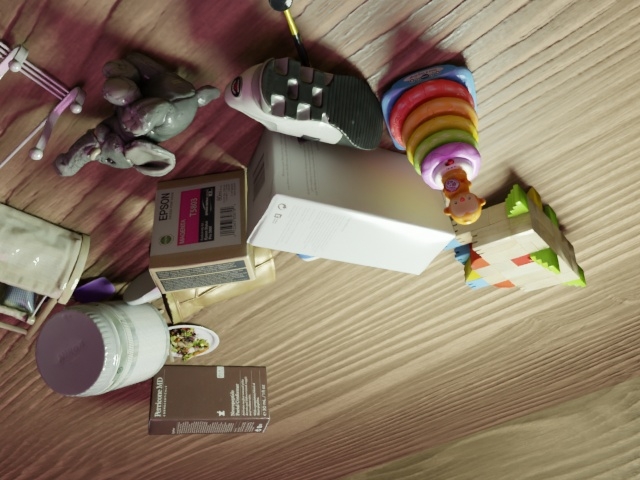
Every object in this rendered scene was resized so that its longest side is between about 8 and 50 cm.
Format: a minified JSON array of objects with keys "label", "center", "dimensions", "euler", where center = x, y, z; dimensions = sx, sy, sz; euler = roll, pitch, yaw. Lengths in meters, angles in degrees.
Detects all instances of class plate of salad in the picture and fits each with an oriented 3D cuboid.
[{"label":"plate of salad","center":[-0.406,0.313,1.684],"dimensions":[0.199,0.048,0.200],"euler":[-4,143,-3]}]

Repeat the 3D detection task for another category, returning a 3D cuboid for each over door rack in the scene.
[{"label":"over door rack","center":[-0.590,-0.211,0.927],"dimensions":[0.324,0.108,0.239],"euler":[-27,137,24]}]

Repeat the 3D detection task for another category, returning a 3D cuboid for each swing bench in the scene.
[{"label":"swing bench","center":[-0.686,0.062,1.216],"dimensions":[0.253,0.165,0.254],"euler":[27,130,-36]}]

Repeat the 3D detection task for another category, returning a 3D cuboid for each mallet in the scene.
[{"label":"mallet","center":[-0.045,-0.351,0.908],"dimensions":[0.039,0.062,0.190],"euler":[-13,157,9]}]

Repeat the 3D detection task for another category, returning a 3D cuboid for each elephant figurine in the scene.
[{"label":"elephant figurine","center":[-0.325,-0.190,0.973],"dimensions":[0.186,0.169,0.239],"euler":[33,132,-6]}]

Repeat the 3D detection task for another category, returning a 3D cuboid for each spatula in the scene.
[{"label":"spatula","center":[-0.679,0.150,1.439],"dimensions":[0.296,0.030,0.084],"euler":[-11,145,3]}]

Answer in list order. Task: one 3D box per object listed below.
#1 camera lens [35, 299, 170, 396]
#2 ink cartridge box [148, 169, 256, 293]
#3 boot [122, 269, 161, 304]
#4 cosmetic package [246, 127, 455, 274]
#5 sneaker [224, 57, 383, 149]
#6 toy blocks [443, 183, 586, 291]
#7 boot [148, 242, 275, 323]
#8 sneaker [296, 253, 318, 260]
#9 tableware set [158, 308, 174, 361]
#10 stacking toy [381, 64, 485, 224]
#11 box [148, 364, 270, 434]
[{"label":"camera lens","center":[-0.527,0.261,1.392],"dimensions":[0.219,0.220,0.274],"euler":[-19,172,15]},{"label":"ink cartridge box","center":[-0.234,-0.023,1.128],"dimensions":[0.193,0.235,0.088],"euler":[-8,142,-1]},{"label":"boot","center":[-0.359,0.119,1.399],"dimensions":[0.258,0.095,0.123],"euler":[-24,133,19]},{"label":"cosmetic package","center":[0.056,-0.081,1.124],"dimensions":[0.384,0.217,0.156],"euler":[14,137,-22]},{"label":"sneaker","center":[-0.022,-0.239,0.997],"dimensions":[0.146,0.123,0.330],"euler":[5,176,45]},{"label":"toy blocks","center":[0.456,0.033,1.397],"dimensions":[0.260,0.191,0.381],"euler":[-22,141,36]},{"label":"boot","center":[-0.243,0.053,1.290],"dimensions":[0.269,0.089,0.236],"euler":[-24,137,-23]},{"label":"sneaker","center":[0.000,0.001,1.342],"dimensions":[0.152,0.058,0.084],"euler":[-18,150,23]},{"label":"tableware set","center":[-0.484,0.266,1.602],"dimensions":[0.128,0.039,0.194],"euler":[7,129,5]},{"label":"stacking toy","center":[0.220,-0.150,0.987],"dimensions":[0.175,0.302,0.166],"euler":[-15,142,11]},{"label":"box","center":[-0.366,0.525,1.850],"dimensions":[0.381,0.191,0.143],"euler":[3,141,-15]}]
